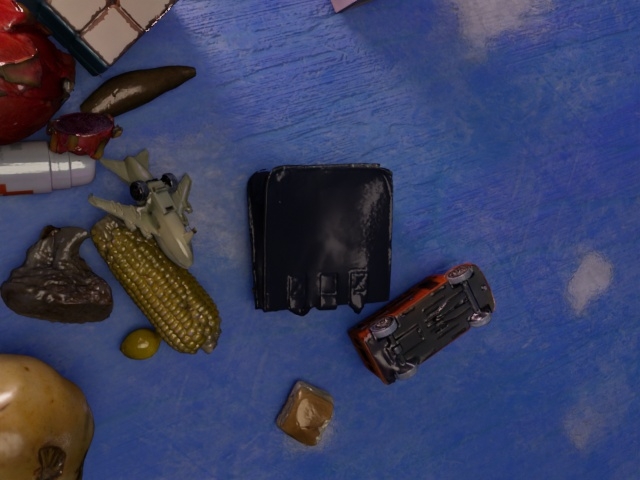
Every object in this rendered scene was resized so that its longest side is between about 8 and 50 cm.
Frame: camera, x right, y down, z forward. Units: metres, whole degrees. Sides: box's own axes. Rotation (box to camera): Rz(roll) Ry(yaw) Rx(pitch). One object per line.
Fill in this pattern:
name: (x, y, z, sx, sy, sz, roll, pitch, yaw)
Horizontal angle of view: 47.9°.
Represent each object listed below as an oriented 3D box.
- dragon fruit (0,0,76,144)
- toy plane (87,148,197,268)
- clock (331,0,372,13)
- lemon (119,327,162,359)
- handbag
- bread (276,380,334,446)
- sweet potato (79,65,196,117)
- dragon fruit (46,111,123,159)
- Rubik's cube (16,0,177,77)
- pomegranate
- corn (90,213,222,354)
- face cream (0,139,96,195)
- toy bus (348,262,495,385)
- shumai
dragon fruit: (-0.589, -0.286, 1.201, 0.342, 0.277, 0.277, 27, 85, -32)
toy plane: (-0.313, -0.062, 1.376, 0.256, 0.104, 0.242, 50, 37, 13)
clock: (0.128, -0.555, 1.531, 0.197, 0.150, 0.063, -26, 102, -19)
lemon: (-0.359, 0.209, 1.457, 0.092, 0.065, 0.065, -20, 103, -17)
handbag: (0.000, 0.000, 1.554, 0.303, 0.122, 0.329, -4, 97, -24)
bread: (-0.030, 0.389, 1.605, 0.106, 0.082, 0.125, 31, 86, -29)
sweet potato: (-0.357, -0.299, 1.399, 0.243, 0.077, 0.077, -32, 107, -18)
dragon fruit: (-0.430, -0.188, 1.312, 0.126, 0.112, 0.068, -10, 126, -22)
Rubik's cube: (-0.394, -0.451, 1.283, 0.224, 0.231, 0.221, 45, 79, -22)
pomegranate: (-0.567, 0.360, 1.257, 0.332, 0.332, 0.333, -3, 97, -22)
corn: (-0.318, 0.090, 1.425, 0.130, 0.130, 0.347, -41, 104, -14)
face cream: (-0.583, -0.129, 1.307, 0.345, 0.102, 0.102, -5, 98, -21)
toy bus: (0.235, 0.180, 1.656, 0.329, 0.153, 0.143, -32, 106, -15)
shumai: (-0.482, 0.062, 1.358, 0.205, 0.166, 0.176, 15, 67, -24)
